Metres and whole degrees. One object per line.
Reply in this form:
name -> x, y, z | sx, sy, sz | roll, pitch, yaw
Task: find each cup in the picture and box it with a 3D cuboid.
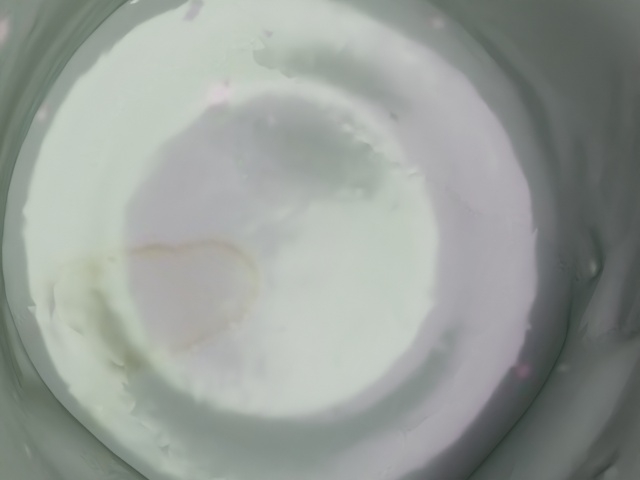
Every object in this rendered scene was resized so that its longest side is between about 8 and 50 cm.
cup -> 0.000, 0.000, 0.560 | 0.347, 0.163, 0.347 | 1, 86, -17
